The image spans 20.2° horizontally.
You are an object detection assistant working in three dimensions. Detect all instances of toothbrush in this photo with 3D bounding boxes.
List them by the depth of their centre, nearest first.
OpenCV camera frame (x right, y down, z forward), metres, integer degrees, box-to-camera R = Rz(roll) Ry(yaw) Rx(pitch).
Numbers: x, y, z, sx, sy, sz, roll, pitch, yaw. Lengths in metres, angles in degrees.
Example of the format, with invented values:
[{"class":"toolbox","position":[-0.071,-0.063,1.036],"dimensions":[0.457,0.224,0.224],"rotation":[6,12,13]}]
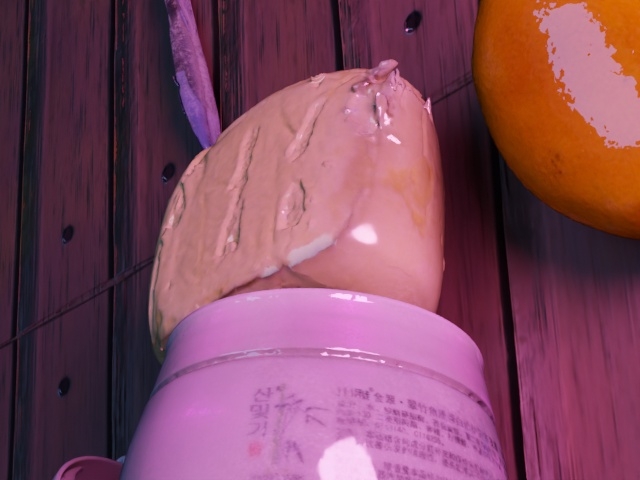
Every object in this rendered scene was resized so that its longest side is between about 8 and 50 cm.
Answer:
[{"class":"toothbrush","position":[-0.142,-0.236,1.771],"dimensions":[0.042,0.035,0.413],"rotation":[-39,47,29]}]

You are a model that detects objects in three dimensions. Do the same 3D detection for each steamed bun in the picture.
[{"class":"steamed bun","position":[0.000,0.000,1.399],"dimensions":[0.273,0.166,0.232],"rotation":[-30,38,34]}]

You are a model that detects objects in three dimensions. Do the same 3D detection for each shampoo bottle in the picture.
[{"class":"shampoo bottle","position":[-0.004,0.187,1.229],"dimensions":[0.273,0.273,0.266],"rotation":[-27,48,41]}]

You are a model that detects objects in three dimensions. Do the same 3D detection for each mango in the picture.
[{"class":"mango","position":[0.193,-0.104,1.229],"dimensions":[0.175,0.139,0.254],"rotation":[-45,50,38]}]

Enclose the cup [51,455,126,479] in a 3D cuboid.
[{"class":"cup","position":[-0.210,0.267,1.552],"dimensions":[0.142,0.134,0.173],"rotation":[-53,42,24]}]
